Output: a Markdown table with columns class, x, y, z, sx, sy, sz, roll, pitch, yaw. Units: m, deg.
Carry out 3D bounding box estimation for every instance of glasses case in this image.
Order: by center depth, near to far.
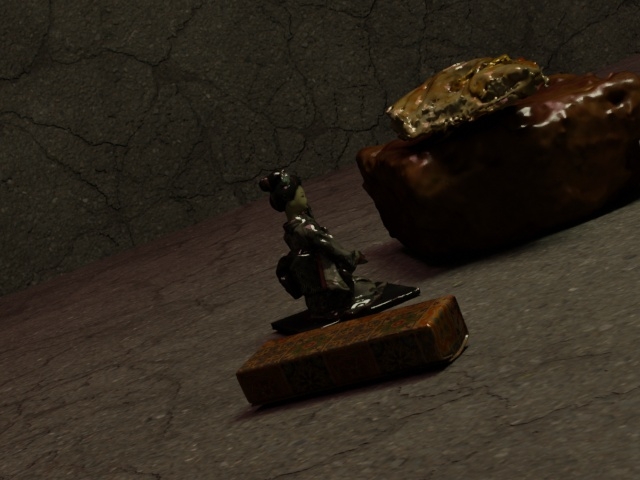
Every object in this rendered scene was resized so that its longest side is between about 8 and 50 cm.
| class | x | y | z | sx | sy | sz | roll | pitch | yaw |
| --- | --- | --- | --- | --- | --- | --- | --- | --- | --- |
| glasses case | 0.030 | 0.110 | 1.409 | 0.218 | 0.049 | 0.075 | -16 | 15 | 29 |

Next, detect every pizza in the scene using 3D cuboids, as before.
| class | x | y | z | sx | sy | sz | roll | pitch | yaw |
| --- | --- | --- | --- | --- | --- | --- | --- | --- | --- |
| pizza | 0.182 | -0.181 | 1.810 | 0.189 | 0.071 | 0.297 | -23 | 10 | -8 |

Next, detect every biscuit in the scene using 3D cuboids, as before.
| class | x | y | z | sx | sy | sz | roll | pitch | yaw |
| --- | --- | --- | --- | --- | --- | --- | --- | --- | --- |
| biscuit | 0.245 | -0.104 | 1.969 | 0.343 | 0.166 | 0.395 | -19 | 9 | -4 |

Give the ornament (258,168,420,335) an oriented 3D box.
| class | x | y | z | sx | sy | sz | roll | pitch | yaw |
| --- | --- | --- | --- | --- | --- | --- | --- | --- | --- |
| ornament | 0.000 | 0.000 | 1.749 | 0.153 | 0.196 | 0.166 | -23 | 9 | -16 |
